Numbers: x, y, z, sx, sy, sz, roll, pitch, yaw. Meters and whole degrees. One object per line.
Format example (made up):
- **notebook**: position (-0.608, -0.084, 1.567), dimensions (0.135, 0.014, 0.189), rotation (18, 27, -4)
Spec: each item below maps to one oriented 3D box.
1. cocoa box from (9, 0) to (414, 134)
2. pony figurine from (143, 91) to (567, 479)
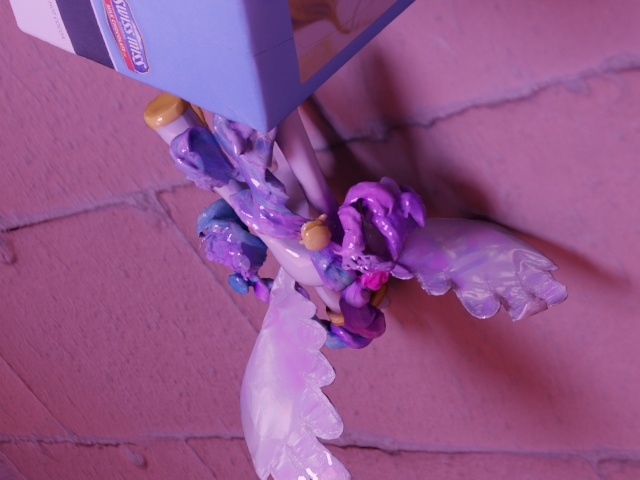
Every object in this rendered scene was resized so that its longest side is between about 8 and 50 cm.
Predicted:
- **cocoa box**: position (-0.070, -0.284, 0.843), dimensions (0.228, 0.231, 0.347), rotation (25, 144, 30)
- **pony figurine**: position (0.000, 0.000, 1.249), dimensions (0.363, 0.303, 0.351), rotation (56, 180, -28)
